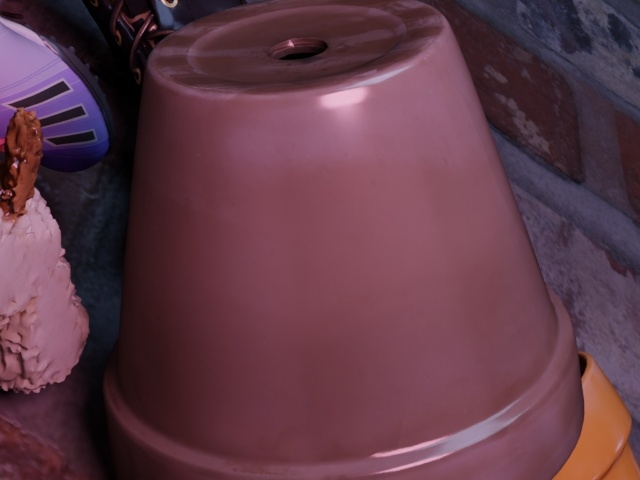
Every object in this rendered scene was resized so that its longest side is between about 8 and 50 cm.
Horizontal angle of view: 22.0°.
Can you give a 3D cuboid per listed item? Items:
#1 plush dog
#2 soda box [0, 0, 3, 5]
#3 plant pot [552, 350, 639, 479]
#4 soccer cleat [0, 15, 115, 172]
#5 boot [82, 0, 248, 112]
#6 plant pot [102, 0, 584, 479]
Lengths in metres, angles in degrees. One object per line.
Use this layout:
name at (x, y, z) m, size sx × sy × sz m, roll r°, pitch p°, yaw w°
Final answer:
plush dog at (-0.281, -0.010, 1.023) m, size 0.225 × 0.211 × 0.262 m, roll 22°, pitch 22°, yaw 22°
soda box at (-0.332, -0.171, 1.265) m, size 0.098 × 0.091 × 0.286 m, roll 37°, pitch 28°, yaw -6°
plant pot at (0.167, 0.215, 1.203) m, size 0.188 × 0.205 × 0.205 m, roll 53°, pitch 28°, yaw -5°
soccer cleat at (-0.247, -0.112, 1.142) m, size 0.318 × 0.108 × 0.116 m, roll 53°, pitch 43°, yaw -57°
boot at (-0.142, -0.182, 1.365) m, size 0.284 × 0.138 × 0.377 m, roll 55°, pitch 20°, yaw -18°
plant pot at (0.000, 0.000, 1.066) m, size 0.323 × 0.280 × 0.323 m, roll -7°, pitch 25°, yaw 3°
